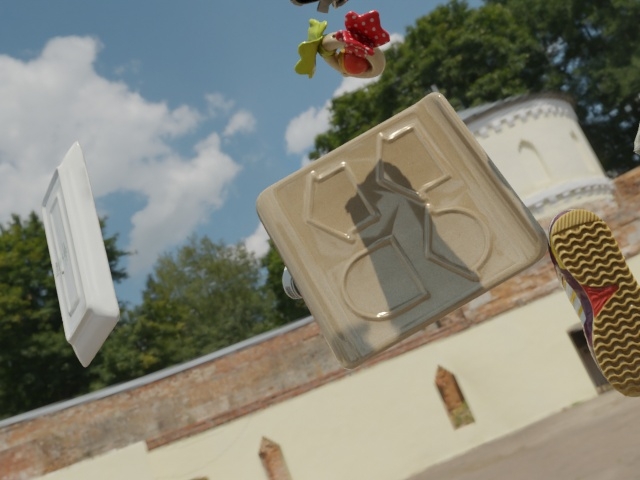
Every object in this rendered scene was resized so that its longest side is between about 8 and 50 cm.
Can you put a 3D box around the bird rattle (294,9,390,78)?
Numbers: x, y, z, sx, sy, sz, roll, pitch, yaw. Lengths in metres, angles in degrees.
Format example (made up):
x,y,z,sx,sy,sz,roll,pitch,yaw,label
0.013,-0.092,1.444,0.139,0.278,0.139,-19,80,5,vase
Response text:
x,y,z,sx,sy,sz,roll,pitch,yaw,label
0.073,-0.460,1.748,0.254,0.143,0.207,-3,-22,38,bird rattle

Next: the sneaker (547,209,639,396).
x,y,z,sx,sy,sz,roll,pitch,yaw,label
0.274,0.056,0.704,0.070,0.185,0.084,-20,-3,12,sneaker

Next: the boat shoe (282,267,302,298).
x,y,z,sx,sy,sz,roll,pitch,yaw,label
0.000,0.000,1.242,0.070,0.219,0.078,-11,-38,36,boat shoe

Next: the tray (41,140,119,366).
x,y,z,sx,sy,sz,roll,pitch,yaw,label
-0.323,0.016,0.953,0.030,0.270,0.145,0,-33,-36,tray

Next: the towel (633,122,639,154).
x,y,z,sx,sy,sz,roll,pitch,yaw,label
0.494,-0.158,0.720,0.325,0.312,0.056,21,-25,8,towel

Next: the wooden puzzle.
x,y,z,sx,sy,sz,roll,pitch,yaw,label
0.114,-0.017,1.119,0.348,0.322,0.080,-32,-24,3,wooden puzzle

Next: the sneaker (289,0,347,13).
x,y,z,sx,sy,sz,roll,pitch,yaw,label
0.038,-0.342,0.941,0.105,0.115,0.281,23,7,-24,sneaker
